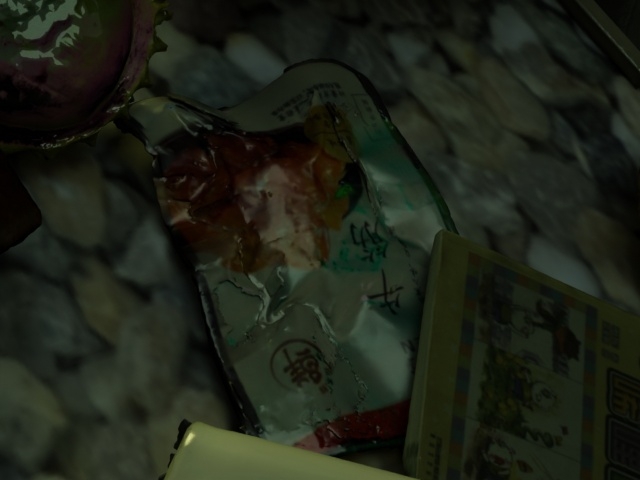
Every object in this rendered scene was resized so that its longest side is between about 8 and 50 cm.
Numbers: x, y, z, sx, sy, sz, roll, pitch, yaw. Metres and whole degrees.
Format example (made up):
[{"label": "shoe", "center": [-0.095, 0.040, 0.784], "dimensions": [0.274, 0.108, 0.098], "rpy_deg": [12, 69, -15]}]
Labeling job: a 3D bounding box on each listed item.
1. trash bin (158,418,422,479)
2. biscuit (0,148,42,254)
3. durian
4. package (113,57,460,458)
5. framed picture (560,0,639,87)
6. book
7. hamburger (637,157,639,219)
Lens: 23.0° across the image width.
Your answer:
[{"label": "trash bin", "center": [0.089, 0.212, 0.567], "dimensions": [0.367, 0.256, 0.296], "rpy_deg": [20, 52, 3]}, {"label": "biscuit", "center": [-0.208, 0.000, 0.619], "dimensions": [0.106, 0.070, 0.252], "rpy_deg": [58, 23, -8]}, {"label": "durian", "center": [-0.156, -0.093, 0.791], "dimensions": [0.186, 0.119, 0.108], "rpy_deg": [-18, 101, -18]}, {"label": "package", "center": [0.000, 0.000, 0.805], "dimensions": [0.166, 0.040, 0.232], "rpy_deg": [-10, 61, -29]}, {"label": "framed picture", "center": [0.193, -0.225, 1.063], "dimensions": [0.189, 0.023, 0.260], "rpy_deg": [-26, 69, -32]}, {"label": "book", "center": [0.133, 0.095, 0.790], "dimensions": [0.192, 0.013, 0.168], "rpy_deg": [23, 49, -16]}, {"label": "hamburger", "center": [0.270, -0.027, 0.897], "dimensions": [0.207, 0.135, 0.155], "rpy_deg": [-4, 40, -8]}]
